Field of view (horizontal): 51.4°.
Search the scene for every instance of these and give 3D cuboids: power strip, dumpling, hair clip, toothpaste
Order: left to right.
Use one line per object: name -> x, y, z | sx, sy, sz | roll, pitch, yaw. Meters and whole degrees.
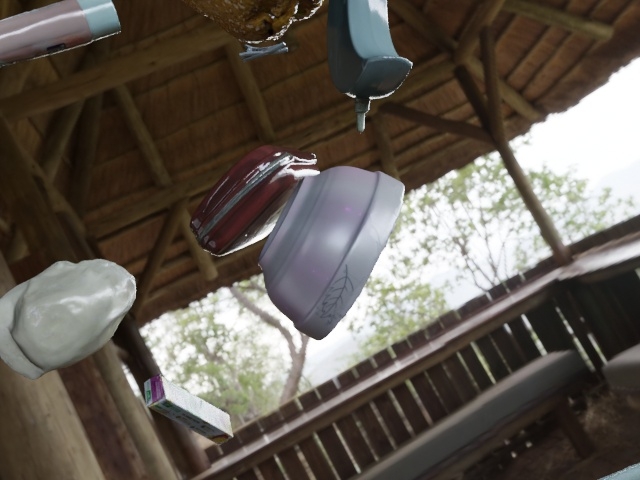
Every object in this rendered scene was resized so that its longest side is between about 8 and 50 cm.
toothpaste -> -0.256, -0.144, 0.504 | 0.205, 0.036, 0.056 | -24, 27, -19
dumpling -> -0.414, 0.118, 1.071 | 0.250, 0.162, 0.132 | -35, 2, 0
hair clip -> -0.135, -0.454, 1.575 | 0.115, 0.039, 0.030 | -4, -17, 17
power strip -> 0.052, -0.252, 0.754 | 0.054, 0.253, 0.167 | 2, -9, -14

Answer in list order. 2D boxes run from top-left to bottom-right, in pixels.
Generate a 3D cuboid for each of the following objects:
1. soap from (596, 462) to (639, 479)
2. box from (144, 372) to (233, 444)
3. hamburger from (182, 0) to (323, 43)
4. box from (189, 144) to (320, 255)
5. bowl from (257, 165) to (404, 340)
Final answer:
soap -> 0.394, 0.298, 0.685 | 0.261, 0.150, 0.094 | -23, -7, 0
box -> -0.222, 0.292, 1.135 | 0.041, 0.050, 0.207 | -29, -42, 10
hamburger -> -0.112, -0.402, 0.840 | 0.170, 0.314, 0.290 | -50, -12, -16
box -> -0.128, -0.089, 1.408 | 0.263, 0.108, 0.404 | -46, -3, 14
bowl -> 0.000, 0.000, 1.046 | 0.287, 0.144, 0.287 | -59, 8, 13
